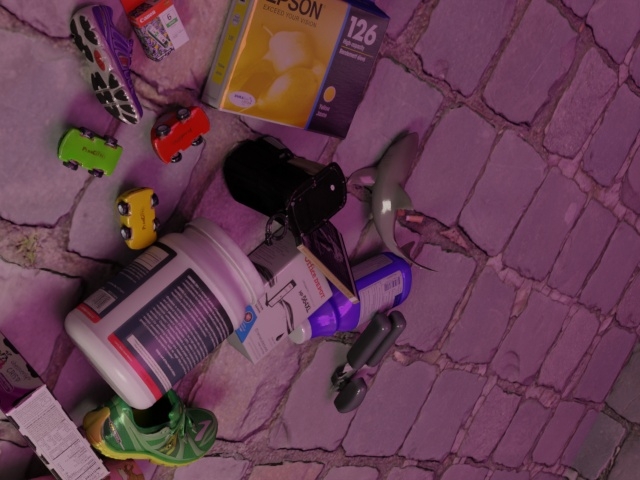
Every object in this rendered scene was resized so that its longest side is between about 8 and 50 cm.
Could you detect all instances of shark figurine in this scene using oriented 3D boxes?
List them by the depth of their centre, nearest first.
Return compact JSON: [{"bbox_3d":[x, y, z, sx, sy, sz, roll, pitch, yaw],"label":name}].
[{"bbox_3d":[0.152,-0.054,1.761,0.166,0.116,0.278,-19,114,-32],"label":"shark figurine"}]

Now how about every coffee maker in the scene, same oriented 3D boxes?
[{"bbox_3d":[-0.075,-0.087,1.484,0.171,0.178,0.120,-18,123,-40],"label":"coffee maker"}]

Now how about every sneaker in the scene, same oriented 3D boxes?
[{"bbox_3d":[-0.277,-0.242,1.256,0.071,0.068,0.170,-35,117,-39],"label":"sneaker"},{"bbox_3d":[-0.264,0.313,1.560,0.123,0.109,0.295,-44,150,18],"label":"sneaker"}]

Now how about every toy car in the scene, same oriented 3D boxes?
[{"bbox_3d":[-0.295,-0.119,1.343,0.225,0.053,0.239,20,98,-49],"label":"toy car"}]

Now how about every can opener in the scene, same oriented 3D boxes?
[{"bbox_3d":[0.100,0.250,1.885,0.074,0.093,0.280,-7,141,-33],"label":"can opener"}]

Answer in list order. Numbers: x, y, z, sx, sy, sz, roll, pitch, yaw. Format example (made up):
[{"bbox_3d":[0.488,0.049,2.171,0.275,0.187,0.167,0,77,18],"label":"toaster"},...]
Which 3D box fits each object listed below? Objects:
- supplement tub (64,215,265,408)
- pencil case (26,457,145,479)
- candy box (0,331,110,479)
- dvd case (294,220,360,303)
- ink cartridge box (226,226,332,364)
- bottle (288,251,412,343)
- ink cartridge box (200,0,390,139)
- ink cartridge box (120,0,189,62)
[{"bbox_3d":[-0.241,0.110,1.429,0.272,0.191,0.191,-41,136,-19],"label":"supplement tub"},{"bbox_3d":[-0.461,0.453,1.442,0.386,0.160,0.167,-5,109,-44],"label":"pencil case"},{"bbox_3d":[-0.421,0.264,1.366,0.071,0.159,0.233,-38,136,-21],"label":"candy box"},{"bbox_3d":[0.000,0.000,1.640,0.018,0.165,0.221,-27,140,15],"label":"dvd case"},{"bbox_3d":[-0.091,0.099,1.652,0.203,0.086,0.148,-41,136,-19],"label":"ink cartridge box"},{"bbox_3d":[0.054,0.118,1.804,0.282,0.092,0.118,-25,135,-33],"label":"bottle"},{"bbox_3d":[-0.020,-0.335,1.477,0.303,0.072,0.307,6,111,-46],"label":"ink cartridge box"},{"bbox_3d":[-0.237,-0.318,1.297,0.063,0.029,0.115,-41,137,-19],"label":"ink cartridge box"}]
